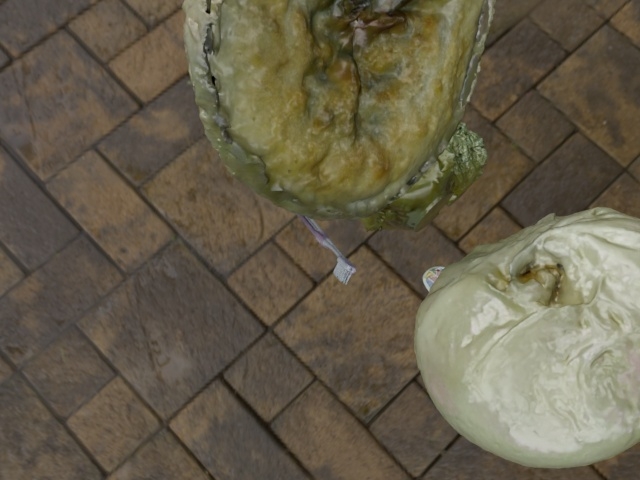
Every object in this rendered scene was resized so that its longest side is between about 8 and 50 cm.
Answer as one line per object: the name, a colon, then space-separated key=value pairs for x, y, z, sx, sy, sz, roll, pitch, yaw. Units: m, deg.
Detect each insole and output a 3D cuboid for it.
insole: x=0.255 y=0.103 z=1.472 sx=0.065 sy=0.006 sz=0.193 roll=-47 pitch=54 yaw=-4

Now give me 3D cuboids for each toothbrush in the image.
toothbrush: x=0.000 y=0.000 z=1.381 sx=0.024 sy=0.354 sz=0.029 roll=26 pitch=99 yaw=-20

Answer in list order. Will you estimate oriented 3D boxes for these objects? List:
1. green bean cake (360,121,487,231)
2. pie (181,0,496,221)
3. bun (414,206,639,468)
green bean cake: x=0.185 y=-0.139 z=1.575 sx=0.285 sy=0.310 sz=0.202 roll=-30 pitch=80 yaw=-2
pie: x=0.025 y=-0.133 z=0.542 sx=0.055 sy=0.274 sz=0.274 roll=30 pitch=68 yaw=38
bun: x=0.287 y=0.088 z=1.016 sx=0.360 sy=0.213 sz=0.361 roll=-17 pitch=35 yaw=12
